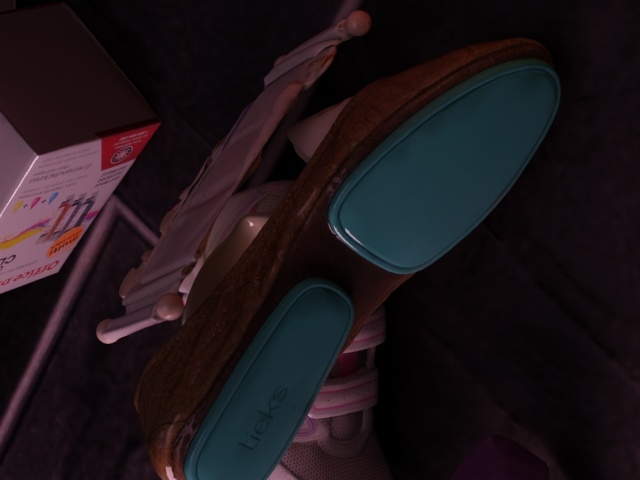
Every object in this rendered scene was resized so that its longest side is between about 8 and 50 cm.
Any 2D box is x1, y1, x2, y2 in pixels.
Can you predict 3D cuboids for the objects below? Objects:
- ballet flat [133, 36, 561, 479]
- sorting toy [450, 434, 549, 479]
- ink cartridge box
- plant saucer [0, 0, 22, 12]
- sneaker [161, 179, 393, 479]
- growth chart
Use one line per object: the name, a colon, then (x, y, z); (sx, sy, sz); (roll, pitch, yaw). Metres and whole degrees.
ballet flat: (0.000, 0.000, 1.140); (0.342, 0.116, 0.124); (-54, 43, 2)
sorting toy: (0.054, 0.267, 1.261); (0.126, 0.127, 0.365); (38, 125, -12)
ink cartridge box: (-0.229, -0.059, 1.343); (0.127, 0.128, 0.176); (50, 128, 15)
plant saucer: (-0.278, -0.197, 1.405); (0.168, 0.029, 0.168); (11, 109, 34)
sneaker: (-0.010, 0.071, 1.230); (0.111, 0.103, 0.252); (-26, 87, 41)
growth chart: (-0.061, -0.036, 1.170); (0.021, 0.237, 0.172); (35, 169, -13)
